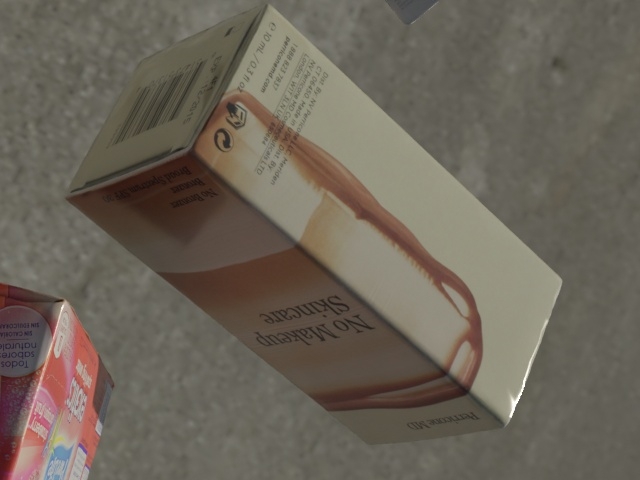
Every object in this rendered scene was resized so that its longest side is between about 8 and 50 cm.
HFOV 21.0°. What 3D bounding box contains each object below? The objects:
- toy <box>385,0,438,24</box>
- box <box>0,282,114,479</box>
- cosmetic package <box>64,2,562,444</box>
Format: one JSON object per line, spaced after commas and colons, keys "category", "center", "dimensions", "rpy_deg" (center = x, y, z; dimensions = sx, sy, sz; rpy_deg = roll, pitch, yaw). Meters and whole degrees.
{"category": "toy", "center": [0.031, -0.267, 1.060], "dimensions": [0.137, 0.237, 0.056], "rpy_deg": [-39, -175, 3]}
{"category": "box", "center": [-0.217, 0.115, 0.998], "dimensions": [0.300, 0.142, 0.154], "rpy_deg": [98, 6, -77]}
{"category": "cosmetic package", "center": [0.000, 0.000, 1.138], "dimensions": [0.296, 0.153, 0.129], "rpy_deg": [40, 57, -25]}
